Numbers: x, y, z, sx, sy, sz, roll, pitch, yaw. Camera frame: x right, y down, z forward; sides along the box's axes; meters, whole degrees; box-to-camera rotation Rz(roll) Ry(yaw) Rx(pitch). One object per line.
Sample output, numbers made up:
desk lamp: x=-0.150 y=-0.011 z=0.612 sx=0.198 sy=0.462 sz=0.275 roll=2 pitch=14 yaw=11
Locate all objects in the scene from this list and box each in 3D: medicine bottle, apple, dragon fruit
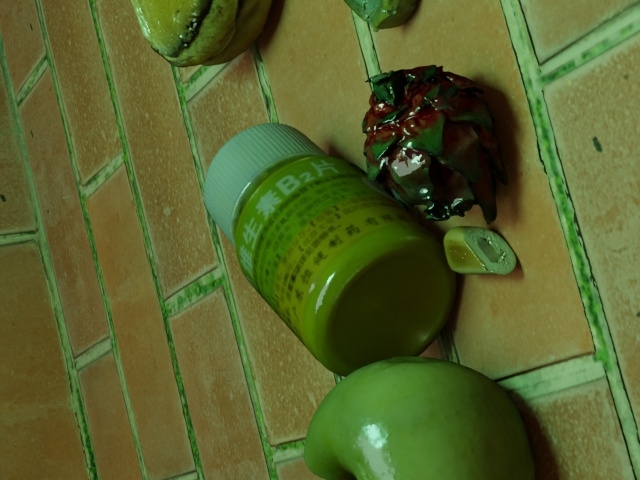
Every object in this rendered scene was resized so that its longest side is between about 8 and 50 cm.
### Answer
medicine bottle: x=0.000 y=0.000 z=1.942 sx=0.384 sy=0.224 sz=0.224 roll=46 pitch=137 yaw=49
apple: x=0.124 y=0.285 z=1.763 sx=0.292 sy=0.254 sz=0.292 roll=32 pitch=129 yaw=52
dragon fruit: x=0.133 y=-0.117 z=1.717 sx=0.182 sy=0.182 sz=0.189 roll=14 pitch=102 yaw=60

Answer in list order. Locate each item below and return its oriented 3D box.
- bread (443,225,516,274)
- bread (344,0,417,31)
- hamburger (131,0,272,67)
bread: x=0.198 y=0.011 z=1.755 sx=0.103 sy=0.049 sz=0.062 roll=-2 pitch=105 yaw=61
bread: x=0.069 y=-0.350 z=1.868 sx=0.156 sy=0.064 sz=0.118 roll=47 pitch=136 yaw=45
hamburger: x=-0.187 y=-0.432 z=2.207 sx=0.284 sy=0.174 sz=0.305 roll=-46 pitch=58 yaw=55
